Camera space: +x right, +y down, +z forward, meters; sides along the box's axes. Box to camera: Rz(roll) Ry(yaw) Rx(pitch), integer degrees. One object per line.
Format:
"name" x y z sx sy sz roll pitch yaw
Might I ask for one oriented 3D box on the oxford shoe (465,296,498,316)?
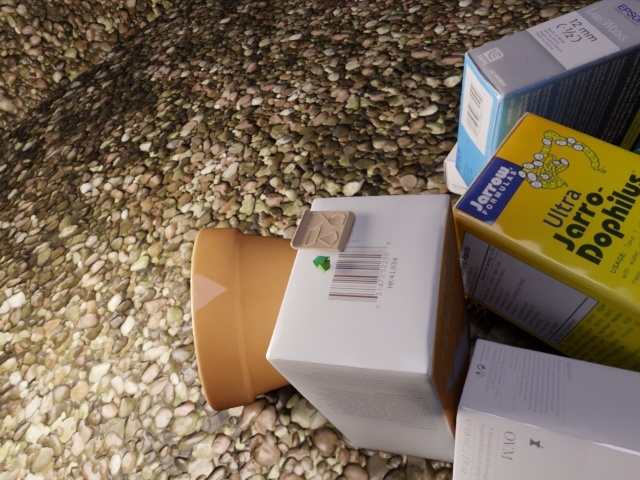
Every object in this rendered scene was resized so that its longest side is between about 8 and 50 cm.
"oxford shoe" 0.233 0.062 0.754 0.363 0.130 0.133 -17 56 8

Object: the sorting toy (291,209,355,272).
"sorting toy" 0.000 0.000 0.508 0.062 0.012 0.083 5 53 21

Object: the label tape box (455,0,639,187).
"label tape box" 0.396 -0.218 0.710 0.347 0.249 0.115 -22 56 -1

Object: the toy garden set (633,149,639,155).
"toy garden set" 0.566 -0.142 0.805 0.204 0.049 0.244 29 77 35

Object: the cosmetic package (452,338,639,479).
"cosmetic package" 0.270 0.258 0.504 0.224 0.224 0.138 6 24 25

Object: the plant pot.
"plant pot" -0.078 0.114 0.753 0.203 0.291 0.291 -6 51 -5

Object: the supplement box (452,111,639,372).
"supplement box" 0.359 0.030 0.576 0.356 0.194 0.195 32 70 24

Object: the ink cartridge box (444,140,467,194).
"ink cartridge box" 0.366 -0.182 0.909 0.158 0.092 0.218 23 67 33

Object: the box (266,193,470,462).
"box" 0.096 0.132 0.605 0.168 0.345 0.215 0 55 22
